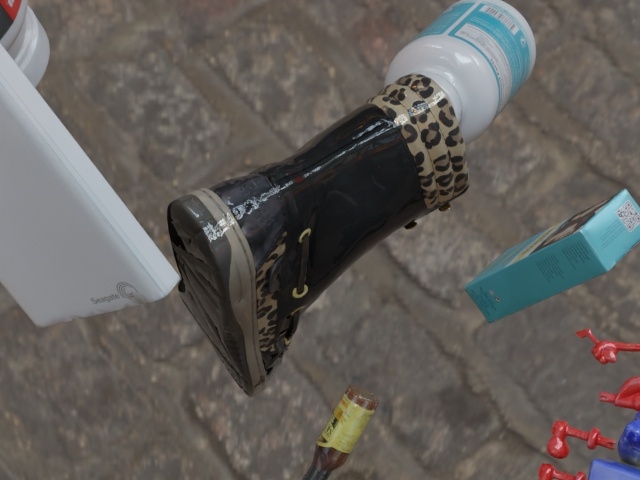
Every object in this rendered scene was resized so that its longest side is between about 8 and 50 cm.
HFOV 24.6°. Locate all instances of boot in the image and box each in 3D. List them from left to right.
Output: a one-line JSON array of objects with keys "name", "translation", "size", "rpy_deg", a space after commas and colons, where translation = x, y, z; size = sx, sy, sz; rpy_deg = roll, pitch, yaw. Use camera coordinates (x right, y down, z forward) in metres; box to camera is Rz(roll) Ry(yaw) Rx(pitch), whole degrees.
[{"name": "boot", "translation": [0.000, 0.000, 1.464], "size": [0.284, 0.377, 0.138], "rpy_deg": [-33, 66, -13]}]

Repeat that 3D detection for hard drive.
[{"name": "hard drive", "translation": [-0.339, -0.060, 1.613], "size": [0.353, 0.233, 0.047], "rpy_deg": [55, 45, -23]}]

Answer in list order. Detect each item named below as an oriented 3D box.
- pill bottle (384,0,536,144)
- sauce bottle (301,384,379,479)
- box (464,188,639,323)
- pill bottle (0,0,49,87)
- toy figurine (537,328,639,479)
[{"name": "pill bottle", "translation": [0.171, -0.207, 1.862], "size": [0.146, 0.146, 0.264], "rpy_deg": [29, 34, 11]}, {"name": "sauce bottle", "translation": [0.019, 0.222, 1.634], "size": [0.042, 0.042, 0.128], "rpy_deg": [31, 100, 12]}, {"name": "box", "translation": [0.284, 0.023, 1.783], "size": [0.100, 0.244, 0.060], "rpy_deg": [-38, 93, -34]}, {"name": "pill bottle", "translation": [-0.468, -0.308, 1.704], "size": [0.210, 0.363, 0.210], "rpy_deg": [-8, 59, 14]}, {"name": "toy figurine", "translation": [0.270, 0.277, 1.425], "size": [0.191, 0.217, 0.362], "rpy_deg": [17, 102, 25]}]
